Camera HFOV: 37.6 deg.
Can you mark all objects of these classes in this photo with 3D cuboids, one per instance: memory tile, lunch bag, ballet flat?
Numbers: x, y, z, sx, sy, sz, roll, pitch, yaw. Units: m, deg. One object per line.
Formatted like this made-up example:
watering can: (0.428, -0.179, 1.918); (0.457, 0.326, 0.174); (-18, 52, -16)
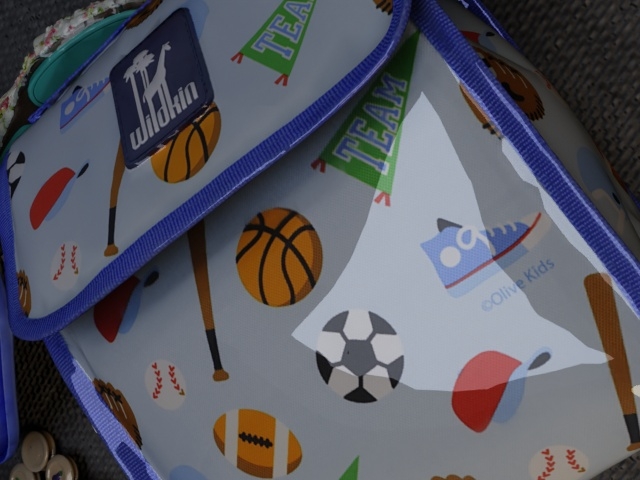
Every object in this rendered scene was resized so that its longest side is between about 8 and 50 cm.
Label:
memory tile: (-0.233, 0.249, 0.825); (0.148, 0.012, 0.113); (39, 108, 32)
lunch bag: (0.000, 0.000, 0.576); (0.328, 0.239, 0.385); (-38, 81, 20)
ballet flat: (-0.221, -0.119, 0.757); (0.241, 0.091, 0.077); (-45, 55, 20)

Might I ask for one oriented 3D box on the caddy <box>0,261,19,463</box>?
caddy: (-0.340, 0.056, 0.755); (0.241, 0.179, 0.341); (40, 138, 29)

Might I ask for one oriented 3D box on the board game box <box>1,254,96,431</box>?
board game box: (-0.173, 0.065, 0.744); (0.026, 0.103, 0.154); (-34, 83, 25)
